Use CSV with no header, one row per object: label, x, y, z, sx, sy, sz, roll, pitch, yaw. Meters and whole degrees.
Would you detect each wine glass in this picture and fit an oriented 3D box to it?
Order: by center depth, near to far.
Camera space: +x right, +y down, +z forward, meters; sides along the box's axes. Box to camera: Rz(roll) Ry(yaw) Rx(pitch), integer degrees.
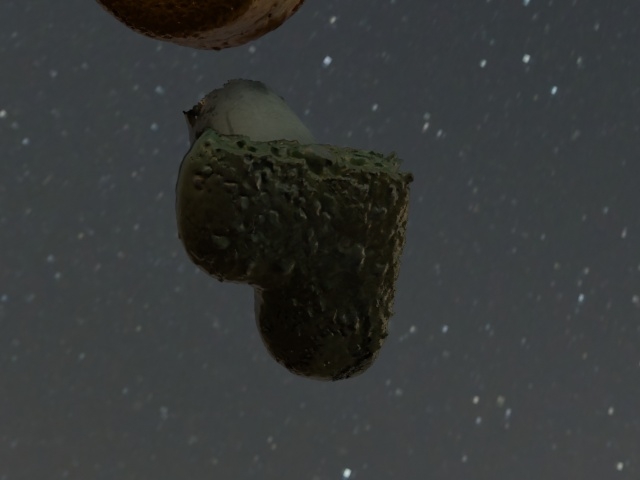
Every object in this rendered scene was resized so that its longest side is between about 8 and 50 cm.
wine glass,-0.039,-0.039,1.204,0.111,0.204,0.111,-17,-39,-15

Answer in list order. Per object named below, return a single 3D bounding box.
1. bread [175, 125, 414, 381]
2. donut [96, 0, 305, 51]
bread,0.000,0.000,1.077,0.172,0.064,0.232,-36,-65,-5
donut,-0.140,-0.334,1.466,0.302,0.110,0.303,5,-73,15
